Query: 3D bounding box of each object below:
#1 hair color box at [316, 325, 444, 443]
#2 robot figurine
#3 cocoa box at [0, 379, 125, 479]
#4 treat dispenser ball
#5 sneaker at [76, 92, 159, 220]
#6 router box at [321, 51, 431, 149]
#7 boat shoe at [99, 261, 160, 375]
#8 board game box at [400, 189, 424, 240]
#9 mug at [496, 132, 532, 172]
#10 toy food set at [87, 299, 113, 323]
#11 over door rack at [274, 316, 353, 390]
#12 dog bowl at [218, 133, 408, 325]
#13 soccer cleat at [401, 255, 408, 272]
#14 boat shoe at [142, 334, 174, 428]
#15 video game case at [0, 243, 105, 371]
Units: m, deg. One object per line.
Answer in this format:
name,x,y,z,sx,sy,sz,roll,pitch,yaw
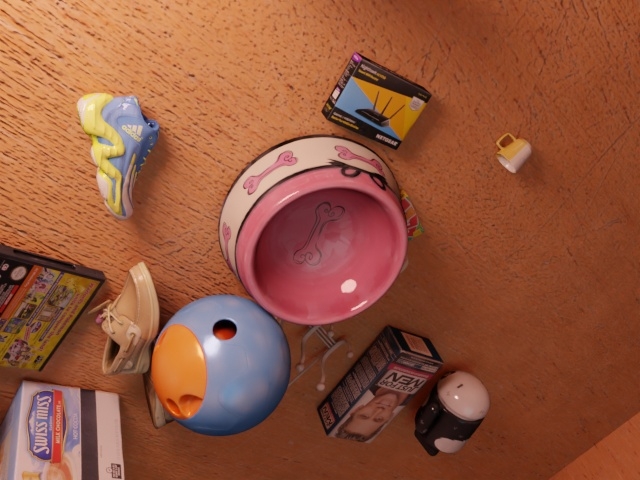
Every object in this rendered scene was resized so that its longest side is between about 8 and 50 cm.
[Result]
hair color box,0.162,0.409,1.686,0.173,0.105,0.347,22,116,-33
robot figurine,0.391,0.520,1.825,0.173,0.209,0.278,27,119,5
cocoa box,-0.577,0.515,1.305,0.227,0.347,0.232,20,116,-32
treat dispenser ball,-0.205,0.257,1.260,0.287,0.288,0.288,-11,129,-14
sneaker,-0.335,-0.146,1.065,0.126,0.091,0.240,-14,129,-12
router box,0.109,-0.268,1.181,0.178,0.046,0.133,16,118,-31
boat shoe,-0.399,0.173,1.249,0.098,0.109,0.302,-6,135,-31
board game box,0.103,-0.003,1.394,0.259,0.039,0.124,-29,130,4
mug,0.438,-0.200,1.361,0.064,0.062,0.078,-43,136,2
toy food set,-0.443,0.166,1.310,0.077,0.019,0.122,-30,138,2
over door rack,-0.099,0.306,1.499,0.324,0.108,0.240,-33,130,5
dog bowl,0.000,0.000,1.248,0.407,0.150,0.408,-8,122,-12
soccer cleat,0.126,0.091,1.457,0.196,0.068,0.076,-28,136,9
boat shoe,-0.362,0.323,1.417,0.092,0.103,0.286,-14,128,-28
video game case,-0.602,0.137,1.181,0.248,0.035,0.275,23,112,-45
